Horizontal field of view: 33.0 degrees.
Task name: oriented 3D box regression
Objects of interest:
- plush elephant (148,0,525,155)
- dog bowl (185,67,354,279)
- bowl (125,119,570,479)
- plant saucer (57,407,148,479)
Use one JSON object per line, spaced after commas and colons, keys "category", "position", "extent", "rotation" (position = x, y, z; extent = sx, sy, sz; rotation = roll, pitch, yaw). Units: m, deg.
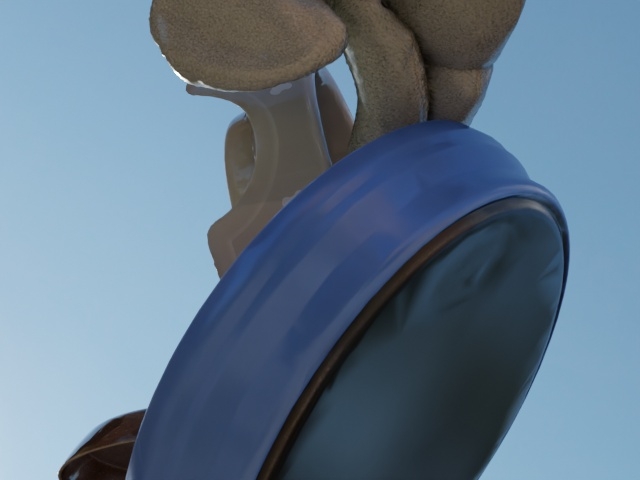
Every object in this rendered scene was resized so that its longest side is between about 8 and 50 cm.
{"category": "plush elephant", "position": [0.011, -0.200, 0.741], "extent": [0.255, 0.272, 0.330], "rotation": [17, -9, -2]}
{"category": "dog bowl", "position": [0.000, 0.000, 0.932], "extent": [0.102, 0.349, 0.349], "rotation": [-18, -50, 9]}
{"category": "bowl", "position": [0.039, 0.112, 0.733], "extent": [0.077, 0.391, 0.391], "rotation": [32, -36, 30]}
{"category": "plant saucer", "position": [-0.081, 0.138, 0.689], "extent": [0.168, 0.029, 0.168], "rotation": [-3, -29, -2]}
